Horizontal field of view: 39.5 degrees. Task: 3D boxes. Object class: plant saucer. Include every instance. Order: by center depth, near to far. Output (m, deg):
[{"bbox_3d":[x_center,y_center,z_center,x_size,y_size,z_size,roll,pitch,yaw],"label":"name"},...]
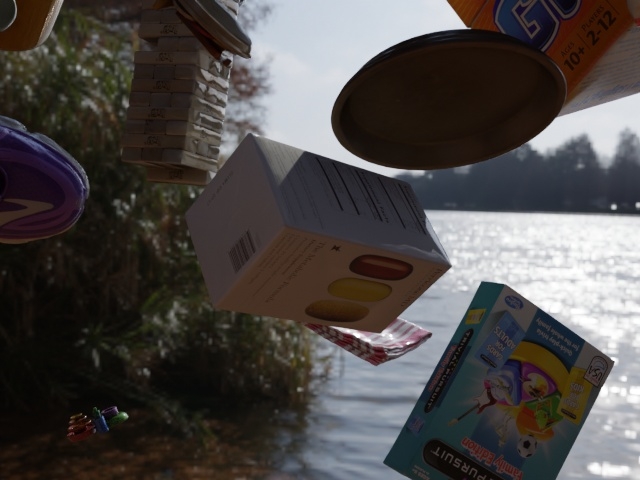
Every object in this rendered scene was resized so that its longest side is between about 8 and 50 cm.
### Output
[{"bbox_3d":[0.149,-0.165,1.060,0.278,0.041,0.278,-4,-23,-2],"label":"plant saucer"}]

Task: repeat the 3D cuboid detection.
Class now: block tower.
[{"bbox_3d":[-0.166,-0.239,1.095,0.091,0.335,0.097,6,-1,21],"label":"block tower"}]

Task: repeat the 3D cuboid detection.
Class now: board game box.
[{"bbox_3d":[0.411,-0.438,1.232,0.357,0.356,0.356,-19,-23,-34],"label":"board game box"},{"bbox_3d":[0.293,0.274,1.432,0.254,0.336,0.079,33,-11,-18],"label":"board game box"}]

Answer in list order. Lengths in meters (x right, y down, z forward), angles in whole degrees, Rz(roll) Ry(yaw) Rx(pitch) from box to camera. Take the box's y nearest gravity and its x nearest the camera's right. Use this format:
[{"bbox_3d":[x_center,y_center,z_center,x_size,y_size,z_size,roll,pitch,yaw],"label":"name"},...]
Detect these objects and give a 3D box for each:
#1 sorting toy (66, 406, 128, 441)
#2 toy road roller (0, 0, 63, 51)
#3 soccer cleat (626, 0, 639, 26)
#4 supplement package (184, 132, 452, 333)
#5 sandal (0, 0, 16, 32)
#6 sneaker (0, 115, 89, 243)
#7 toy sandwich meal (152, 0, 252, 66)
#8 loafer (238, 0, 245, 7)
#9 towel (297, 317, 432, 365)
[{"bbox_3d":[-0.364,0.289,1.444,0.102,0.042,0.061,-21,5,-29],"label":"sorting toy"},{"bbox_3d":[-0.531,-0.369,1.393,0.241,0.329,0.202,15,-44,-25],"label":"toy road roller"},{"bbox_3d":[0.378,-0.248,0.959,0.068,0.076,0.196,-11,-13,33],"label":"soccer cleat"},{"bbox_3d":[0.000,0.000,0.980,0.244,0.133,0.139,13,-48,-39],"label":"supplement package"},{"bbox_3d":[-0.484,-0.382,1.151,0.086,0.120,0.302,-3,-32,16],"label":"sandal"},{"bbox_3d":[-0.194,-0.038,0.438,0.170,0.068,0.071,21,3,-34],"label":"sneaker"},{"bbox_3d":[-0.080,-0.146,0.604,0.029,0.085,0.085,-43,-12,15],"label":"toy sandwich meal"},{"bbox_3d":[-0.133,-0.399,1.377,0.076,0.078,0.223,-34,31,-18],"label":"loafer"},{"bbox_3d":[0.046,0.110,1.273,0.197,0.029,0.144,27,22,28],"label":"towel"}]
